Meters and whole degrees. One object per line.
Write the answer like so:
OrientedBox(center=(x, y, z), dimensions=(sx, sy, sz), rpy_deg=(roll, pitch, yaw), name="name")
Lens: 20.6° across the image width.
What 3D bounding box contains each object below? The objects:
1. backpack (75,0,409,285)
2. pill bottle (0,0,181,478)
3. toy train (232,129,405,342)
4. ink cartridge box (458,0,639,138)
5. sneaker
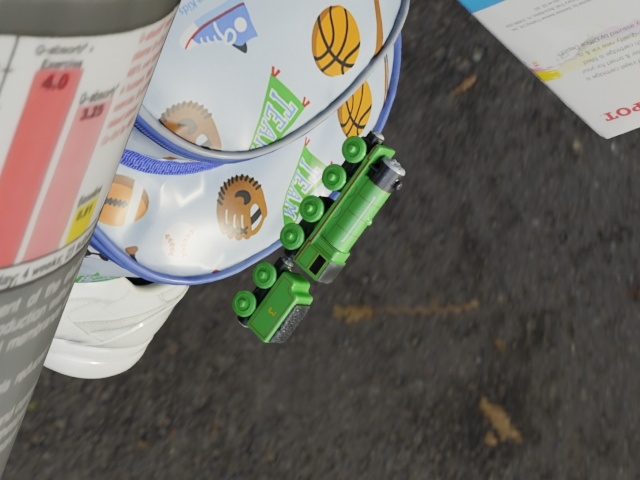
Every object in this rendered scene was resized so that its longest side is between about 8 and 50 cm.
OrientedBox(center=(-0.080, -0.115, 0.780), dimensions=(0.213, 0.276, 0.263), rpy_deg=(12, 136, 51), name="backpack")
OrientedBox(center=(-0.153, -0.057, 0.485), dimensions=(0.210, 0.210, 0.362), rpy_deg=(25, 112, 2), name="pill bottle")
OrientedBox(center=(0.000, 0.000, 0.599), dimensions=(0.024, 0.017, 0.083), rpy_deg=(43, 106, 24), name="toy train")
OrientedBox(center=(0.226, -0.224, 1.332), dimensions=(0.171, 0.168, 0.233), rpy_deg=(-19, 137, 37), name="ink cartridge box")
OrientedBox(center=(-0.212, 0.009, 1.157), dimensions=(0.152, 0.305, 0.114), rpy_deg=(-43, 57, 33), name="sneaker")
